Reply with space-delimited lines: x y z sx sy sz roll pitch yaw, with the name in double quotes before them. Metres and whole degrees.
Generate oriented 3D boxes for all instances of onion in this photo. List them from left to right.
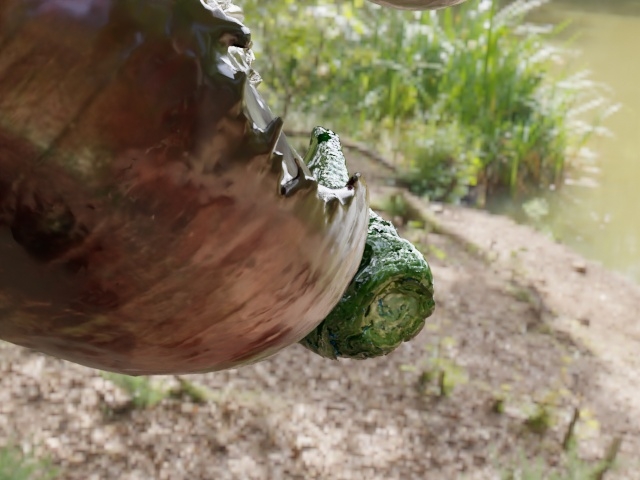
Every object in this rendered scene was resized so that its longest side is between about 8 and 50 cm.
"onion" -0.119 -0.043 0.449 0.195 0.272 0.272 -40 28 -6

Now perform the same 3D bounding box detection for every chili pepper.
"chili pepper" -0.002 -0.001 0.696 0.061 0.098 0.224 27 14 -28

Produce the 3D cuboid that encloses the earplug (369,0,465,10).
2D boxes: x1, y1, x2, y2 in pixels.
"earplug" 0.066 -0.452 1.380 0.394 0.312 0.313 39 31 20
